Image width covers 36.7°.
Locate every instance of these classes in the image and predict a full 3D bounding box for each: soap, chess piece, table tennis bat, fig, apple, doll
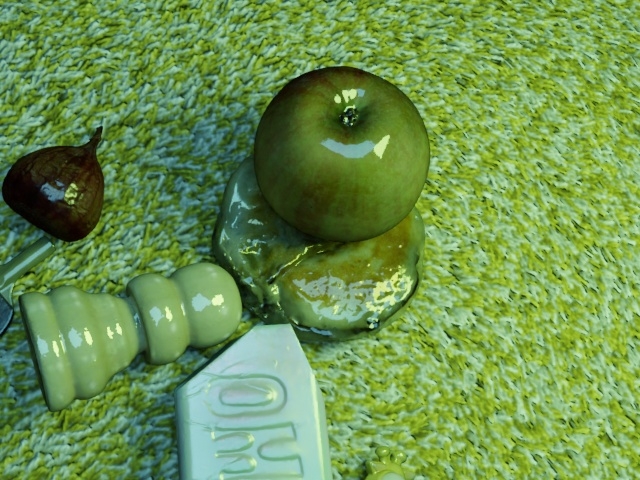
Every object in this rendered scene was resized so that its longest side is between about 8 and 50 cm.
[{"bbox_3d":[-0.093,0.298,1.340,0.208,0.115,0.347,-2,73,-12],"label":"soap"},{"bbox_3d":[-0.254,0.118,1.350,0.299,0.167,0.167,-15,77,-19],"label":"chess piece"},{"bbox_3d":[-0.488,0.076,1.384,0.246,0.022,0.138,-40,84,-18],"label":"table tennis bat"},{"bbox_3d":[-0.357,-0.098,1.411,0.146,0.134,0.201,42,62,-6],"label":"fig"},{"bbox_3d":[0.032,-0.130,1.363,0.256,0.234,0.257,3,61,-6],"label":"apple"},{"bbox_3d":[0.088,0.437,1.349,0.117,0.086,0.291,31,61,-43],"label":"doll"}]

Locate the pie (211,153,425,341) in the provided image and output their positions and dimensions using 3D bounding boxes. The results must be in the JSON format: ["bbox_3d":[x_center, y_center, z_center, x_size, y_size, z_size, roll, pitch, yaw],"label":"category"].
[{"bbox_3d":[0.000,0.000,1.472,0.338,0.077,0.339,2,68,-5],"label":"pie"}]
